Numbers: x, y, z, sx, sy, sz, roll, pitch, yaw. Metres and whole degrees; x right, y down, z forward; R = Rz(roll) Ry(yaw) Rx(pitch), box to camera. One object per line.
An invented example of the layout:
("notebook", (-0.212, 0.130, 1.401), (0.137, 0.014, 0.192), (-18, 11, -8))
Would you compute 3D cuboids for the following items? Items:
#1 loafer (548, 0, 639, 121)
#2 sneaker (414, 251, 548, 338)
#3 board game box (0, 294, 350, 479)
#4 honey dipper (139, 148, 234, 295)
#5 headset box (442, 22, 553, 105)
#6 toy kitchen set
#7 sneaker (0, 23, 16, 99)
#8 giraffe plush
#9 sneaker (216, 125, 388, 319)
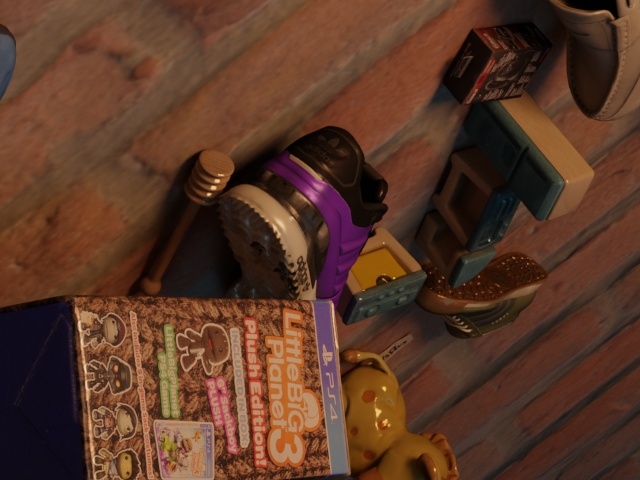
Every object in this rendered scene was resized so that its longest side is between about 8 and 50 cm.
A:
("loafer", (0.224, -0.212, 1.553), (0.111, 0.112, 0.319), (-23, 142, -16))
("sneaker", (0.149, 0.067, 1.931), (0.192, 0.064, 0.086), (-9, 137, -48))
("board game box", (-0.159, 0.127, 1.468), (0.232, 0.141, 0.291), (-11, 171, 37))
("honey dipper", (-0.111, -0.009, 1.551), (0.030, 0.030, 0.160), (-13, 147, -38))
("headset box", (0.147, -0.149, 1.631), (0.083, 0.032, 0.062), (-11, 142, -40))
("toy kitchen set", (0.113, -0.013, 1.705), (0.166, 0.122, 0.207), (-18, 147, -32))
("sneaker", (-0.254, -0.048, 1.267), (0.209, 0.082, 0.069), (-50, 148, 20))
("giraffe plush", (0.061, 0.224, 1.958), (0.210, 0.170, 0.181), (-45, 152, 14))
("sneaker", (0.001, 0.000, 1.621), (0.146, 0.102, 0.293), (-47, 163, -19))
